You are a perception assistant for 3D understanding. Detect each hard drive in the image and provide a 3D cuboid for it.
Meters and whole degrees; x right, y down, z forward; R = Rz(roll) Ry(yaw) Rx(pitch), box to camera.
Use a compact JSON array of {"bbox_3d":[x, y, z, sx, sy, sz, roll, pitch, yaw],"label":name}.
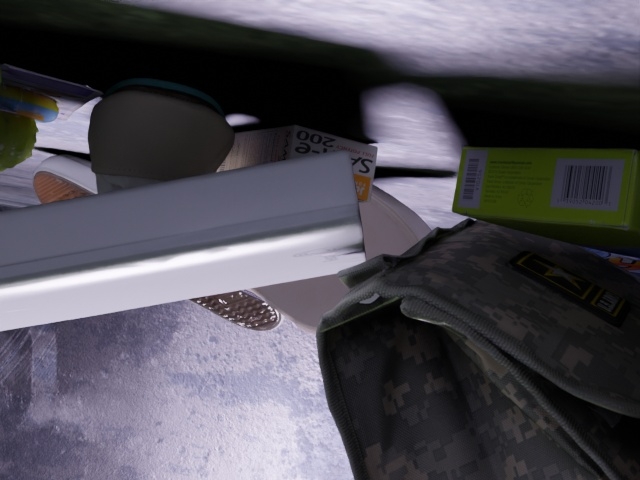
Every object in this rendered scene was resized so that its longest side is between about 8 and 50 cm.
[{"bbox_3d":[-0.131,0.015,0.479,0.307,0.040,0.203,-9,174,3],"label":"hard drive"}]

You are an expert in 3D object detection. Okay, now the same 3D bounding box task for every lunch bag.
[{"bbox_3d":[0.129,0.115,0.500,0.169,0.287,0.235,-30,177,26],"label":"lunch bag"}]

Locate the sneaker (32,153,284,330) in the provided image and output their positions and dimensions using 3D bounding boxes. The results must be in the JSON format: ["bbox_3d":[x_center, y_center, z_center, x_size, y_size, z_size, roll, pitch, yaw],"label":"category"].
[{"bbox_3d":[-0.153,-0.019,0.970,0.290,0.123,0.106,31,140,-13],"label":"sneaker"}]

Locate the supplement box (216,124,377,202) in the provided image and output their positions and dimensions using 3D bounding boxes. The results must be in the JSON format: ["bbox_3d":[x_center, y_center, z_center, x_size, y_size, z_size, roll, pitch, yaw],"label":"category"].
[{"bbox_3d":[-0.018,-0.046,0.578,0.062,0.036,0.098,11,177,-33],"label":"supplement box"}]

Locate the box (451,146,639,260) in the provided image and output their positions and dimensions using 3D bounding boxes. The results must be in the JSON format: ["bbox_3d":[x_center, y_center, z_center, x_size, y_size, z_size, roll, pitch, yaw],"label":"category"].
[{"bbox_3d":[0.172,-0.015,0.511,0.178,0.042,0.109,11,178,-40],"label":"box"}]

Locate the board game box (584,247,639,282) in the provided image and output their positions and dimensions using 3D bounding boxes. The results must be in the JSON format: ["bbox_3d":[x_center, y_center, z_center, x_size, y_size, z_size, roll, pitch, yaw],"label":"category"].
[{"bbox_3d":[0.247,0.023,0.634,0.201,0.035,0.136,7,-163,32],"label":"board game box"}]

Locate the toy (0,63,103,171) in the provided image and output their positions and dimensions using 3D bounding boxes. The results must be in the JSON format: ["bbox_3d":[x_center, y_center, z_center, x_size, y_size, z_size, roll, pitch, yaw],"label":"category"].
[{"bbox_3d":[-0.208,-0.072,0.525,0.137,0.056,0.237,12,176,-20],"label":"toy"}]

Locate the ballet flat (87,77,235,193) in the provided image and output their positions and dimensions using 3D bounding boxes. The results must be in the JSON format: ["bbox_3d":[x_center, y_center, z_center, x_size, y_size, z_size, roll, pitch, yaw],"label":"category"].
[{"bbox_3d":[-0.105,-0.039,0.578,0.086,0.086,0.248,10,177,-12],"label":"ballet flat"}]

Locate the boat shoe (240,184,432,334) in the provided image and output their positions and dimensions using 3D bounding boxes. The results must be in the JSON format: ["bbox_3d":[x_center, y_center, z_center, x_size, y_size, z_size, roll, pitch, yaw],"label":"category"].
[{"bbox_3d":[0.000,0.000,0.786,0.340,0.127,0.158,17,-170,43],"label":"boat shoe"}]
